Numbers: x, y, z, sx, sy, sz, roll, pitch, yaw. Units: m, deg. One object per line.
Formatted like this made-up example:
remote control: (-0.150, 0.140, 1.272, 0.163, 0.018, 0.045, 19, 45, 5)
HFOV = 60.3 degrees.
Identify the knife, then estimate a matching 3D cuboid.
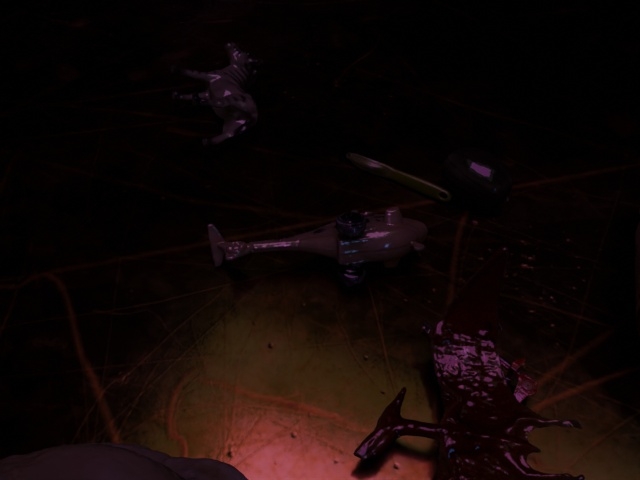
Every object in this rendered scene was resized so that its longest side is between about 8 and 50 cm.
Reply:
knife: (0.115, -0.099, 0.840, 0.184, 0.022, 0.026, 26, 29, 21)

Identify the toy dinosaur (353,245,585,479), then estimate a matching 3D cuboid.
toy dinosaur: (0.154, 0.172, 0.531, 0.206, 0.113, 0.327, 29, 65, 25)

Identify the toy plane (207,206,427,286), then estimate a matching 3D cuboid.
toy plane: (0.000, 0.000, 0.718, 0.286, 0.092, 0.108, -8, 29, -8)

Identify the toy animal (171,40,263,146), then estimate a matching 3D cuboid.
toy animal: (-0.155, -0.250, 0.935, 0.175, 0.074, 0.217, -12, 54, -30)

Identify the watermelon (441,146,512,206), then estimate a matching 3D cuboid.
watermelon: (0.228, -0.091, 0.799, 0.110, 0.078, 0.078, 34, 57, 24)

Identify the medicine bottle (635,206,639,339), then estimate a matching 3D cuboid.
medicine bottle: (0.468, 0.012, 0.656, 0.165, 0.165, 0.274, 15, 51, 12)

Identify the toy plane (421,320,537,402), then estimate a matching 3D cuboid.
toy plane: (0.191, 0.125, 0.641, 0.060, 0.037, 0.145, -36, 57, -22)

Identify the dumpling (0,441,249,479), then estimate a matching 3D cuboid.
dumpling: (-0.215, 0.252, 0.422, 0.320, 0.212, 0.270, 13, 47, -3)
